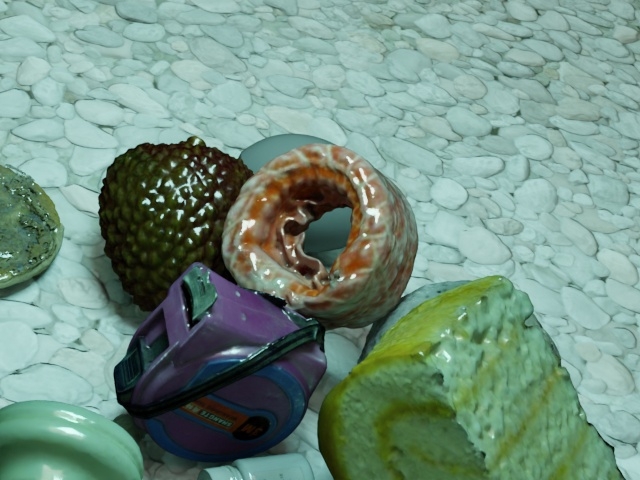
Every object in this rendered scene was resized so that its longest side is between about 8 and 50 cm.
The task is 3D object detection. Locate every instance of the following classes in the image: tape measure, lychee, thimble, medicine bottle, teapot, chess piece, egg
[{"bbox_3d":[-0.118,0.153,1.750,0.231,0.245,0.149,27,31,-37],"label":"tape measure"},{"bbox_3d":[-0.195,-0.021,1.970,0.236,0.236,0.271,12,59,-9],"label":"lychee"},{"bbox_3d":[0.000,0.000,1.860,0.239,0.239,0.162,40,-1,26],"label":"thimble"},{"bbox_3d":[-0.078,0.302,1.718,0.130,0.080,0.080,-3,41,-25],"label":"medicine bottle"},{"bbox_3d":[-0.244,0.247,1.742,0.067,0.057,0.083,20,29,-3],"label":"teapot"},{"bbox_3d":[-0.306,0.337,1.506,0.194,0.194,0.299,15,45,-5],"label":"chess piece"},{"bbox_3d":[-0.020,-0.068,2.141,0.232,0.176,0.176,13,36,-18],"label":"egg"}]

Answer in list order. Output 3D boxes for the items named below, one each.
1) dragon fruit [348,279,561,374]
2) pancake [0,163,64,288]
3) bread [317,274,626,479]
[{"bbox_3d":[0.207,0.148,1.931,0.283,0.221,0.204,22,42,8],"label":"dragon fruit"},{"bbox_3d":[-0.483,-0.023,1.985,0.282,0.049,0.282,12,36,-9],"label":"pancake"},{"bbox_3d":[0.175,0.270,1.715,0.395,0.264,0.239,59,37,-8],"label":"bread"}]
